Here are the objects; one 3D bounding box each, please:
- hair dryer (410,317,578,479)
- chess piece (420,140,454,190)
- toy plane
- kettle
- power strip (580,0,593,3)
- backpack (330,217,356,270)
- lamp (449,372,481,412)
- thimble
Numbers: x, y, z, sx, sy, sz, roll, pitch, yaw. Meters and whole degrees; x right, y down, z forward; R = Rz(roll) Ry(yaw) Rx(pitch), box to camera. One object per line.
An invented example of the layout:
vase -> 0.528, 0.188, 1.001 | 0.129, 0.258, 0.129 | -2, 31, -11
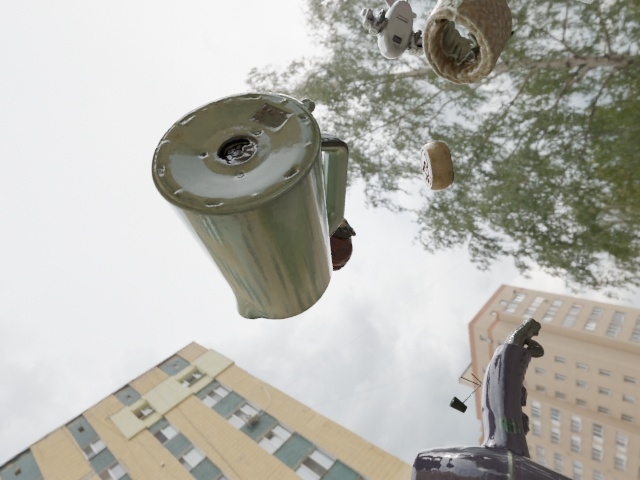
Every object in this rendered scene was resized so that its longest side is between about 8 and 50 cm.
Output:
hair dryer -> 0.285, 0.225, 0.513 | 0.361, 0.300, 0.121 | -59, -32, -50
chess piece -> 0.196, -0.125, 0.693 | 0.083, 0.038, 0.084 | -13, -90, -86
toy plane -> 0.248, -0.700, 1.358 | 0.251, 0.118, 0.253 | 8, -112, -19
kettle -> -0.072, -0.070, 0.765 | 0.361, 0.249, 0.377 | -52, -27, -25
power strip -> 0.371, -0.359, 0.564 | 0.019, 0.050, 0.136 | -66, -10, 15
backpack -> 0.001, -0.002, 1.228 | 0.229, 0.229, 0.139 | -8, -37, -44
lamp -> 0.397, 0.419, 1.118 | 0.121, 0.054, 0.041 | -43, -23, -41
thimble -> 0.371, -0.530, 1.051 | 0.229, 0.195, 0.148 | 41, -110, -36
